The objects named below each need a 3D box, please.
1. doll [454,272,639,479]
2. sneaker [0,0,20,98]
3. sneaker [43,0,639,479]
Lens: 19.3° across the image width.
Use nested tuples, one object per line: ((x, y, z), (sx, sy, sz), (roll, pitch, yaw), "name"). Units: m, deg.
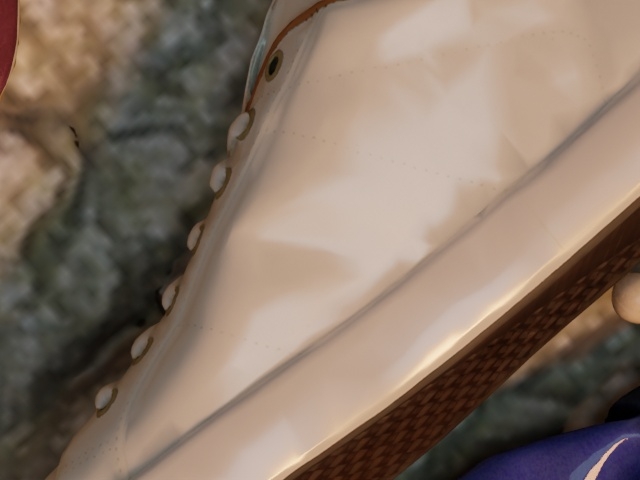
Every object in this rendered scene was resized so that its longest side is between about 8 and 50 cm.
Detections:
((0.113, 0.068, 0.569), (0.189, 0.046, 0.129), (-24, 100, -1), "doll")
((-0.125, -0.117, 0.503), (0.070, 0.084, 0.185), (-13, 98, -3), "sneaker")
((0.000, 0.000, 0.538), (0.290, 0.106, 0.123), (-41, 74, 4), "sneaker")
